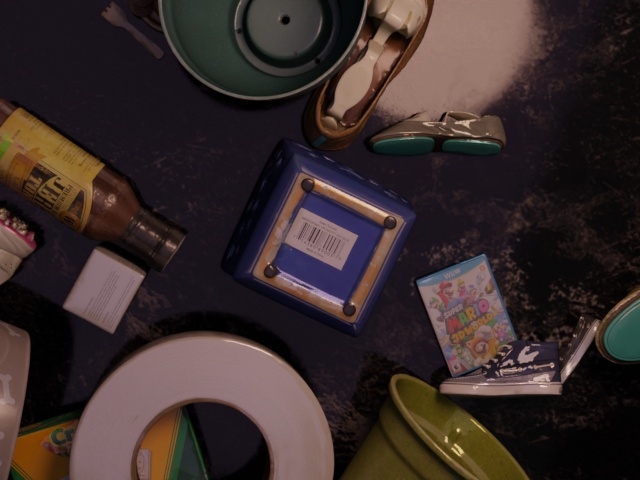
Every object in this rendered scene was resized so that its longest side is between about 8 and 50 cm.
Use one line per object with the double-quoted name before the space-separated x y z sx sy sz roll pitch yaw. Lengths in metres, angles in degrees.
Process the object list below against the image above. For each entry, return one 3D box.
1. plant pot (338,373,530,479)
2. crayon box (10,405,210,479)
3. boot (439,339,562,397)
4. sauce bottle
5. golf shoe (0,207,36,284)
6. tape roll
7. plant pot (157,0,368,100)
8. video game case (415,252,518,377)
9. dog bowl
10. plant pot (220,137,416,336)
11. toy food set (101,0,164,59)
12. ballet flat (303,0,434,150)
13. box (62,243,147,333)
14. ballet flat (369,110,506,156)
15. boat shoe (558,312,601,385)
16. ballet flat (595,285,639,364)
"plant pot" 0.134 0.385 1.795 0.276 0.276 0.254 38 101 -6
"crayon box" -0.323 0.333 1.825 0.278 0.081 0.165 -17 95 -4
"boot" 0.279 0.200 1.869 0.190 0.069 0.086 -1 78 1
"sauce bottle" -0.359 -0.076 1.779 0.344 0.111 0.111 33 91 -5
"golf shoe" -0.577 -0.035 1.766 0.306 0.115 0.140 34 94 -5
"tape roll" -0.175 0.327 1.763 0.392 0.072 0.392 -1 94 -9
"plant pot" -0.065 -0.332 1.728 0.293 0.196 0.293 0 87 9
"video game case" 0.233 0.118 1.890 0.119 0.015 0.166 -22 95 -3
"dog bowl" -0.493 0.269 1.688 0.102 0.349 0.349 13 93 -18
"plant pot" 0.000 0.000 1.765 0.236 0.212 0.236 26 92 -6
"toy food set" -0.225 -0.377 1.805 0.132 0.038 0.192 40 90 -6
"ballet flat" 0.080 -0.288 1.794 0.116 0.124 0.342 32 91 -5
"box" -0.322 0.071 1.798 0.087 0.102 0.101 29 92 -8
"ballet flat" 0.179 -0.167 1.849 0.213 0.072 0.068 1 67 -5
"boat shoe" 0.394 0.179 1.896 0.040 0.049 0.142 34 92 18
"ballet flat" 0.576 0.081 1.868 0.348 0.123 0.123 -31 96 1
